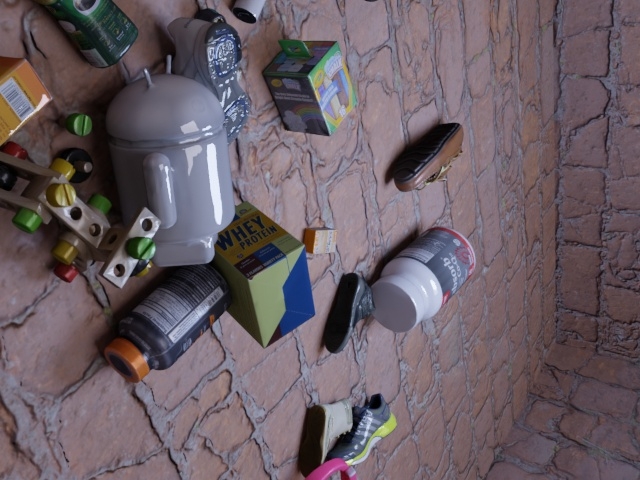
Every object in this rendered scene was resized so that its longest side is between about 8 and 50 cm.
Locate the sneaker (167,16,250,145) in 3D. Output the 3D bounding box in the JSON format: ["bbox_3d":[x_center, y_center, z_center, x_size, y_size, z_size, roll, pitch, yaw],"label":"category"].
[{"bbox_3d":[-0.213,-0.291,1.265,0.111,0.129,0.297,-44,153,-36],"label":"sneaker"}]

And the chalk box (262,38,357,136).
[{"bbox_3d":[-0.027,-0.359,1.487,0.132,0.132,0.213,-53,140,-30],"label":"chalk box"}]

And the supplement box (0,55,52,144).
[{"bbox_3d":[-0.493,-0.159,0.932,0.233,0.078,0.080,-53,142,-30],"label":"supplement box"}]

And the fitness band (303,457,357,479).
[{"bbox_3d":[0.010,0.728,1.875,0.209,0.054,0.291,-31,138,-25],"label":"fitness band"}]

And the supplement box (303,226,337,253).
[{"bbox_3d":[0.000,0.000,1.721,0.098,0.036,0.062,-5,105,-55],"label":"supplement box"}]

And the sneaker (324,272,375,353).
[{"bbox_3d":[0.090,0.216,1.874,0.130,0.087,0.228,35,66,-47],"label":"sneaker"}]

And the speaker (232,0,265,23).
[{"bbox_3d":[-0.130,-0.511,1.359,0.055,0.055,0.136,38,69,-53],"label":"speaker"}]

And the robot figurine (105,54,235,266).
[{"bbox_3d":[-0.257,-0.131,1.161,0.300,0.199,0.354,-106,-168,-65],"label":"robot figurine"}]

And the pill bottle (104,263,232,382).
[{"bbox_3d":[-0.292,0.156,1.272,0.246,0.130,0.131,-46,135,-36],"label":"pill bottle"}]

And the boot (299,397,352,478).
[{"bbox_3d":[0.020,0.559,1.894,0.165,0.077,0.213,5,96,-58],"label":"boot"}]

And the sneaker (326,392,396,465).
[{"bbox_3d":[0.112,0.573,2.025,0.300,0.111,0.121,-31,106,-47],"label":"sneaker"}]

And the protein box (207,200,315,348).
[{"bbox_3d":[-0.132,0.066,1.359,0.136,0.201,0.200,-31,136,-25],"label":"protein box"}]

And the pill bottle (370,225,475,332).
[{"bbox_3d":[0.309,0.118,2.050,0.363,0.210,0.210,-36,128,-44],"label":"pill bottle"}]

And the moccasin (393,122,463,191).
[{"bbox_3d":[0.340,-0.236,2.063,0.380,0.139,0.147,-46,127,-50],"label":"moccasin"}]

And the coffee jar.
[{"bbox_3d":[-0.373,-0.364,1.036,0.096,0.079,0.184,-59,143,-19],"label":"coffee jar"}]

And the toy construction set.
[{"bbox_3d":[-0.389,-0.009,0.985,0.309,0.237,0.258,-39,131,-41],"label":"toy construction set"}]

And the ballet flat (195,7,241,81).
[{"bbox_3d":[-0.193,-0.348,1.307,0.074,0.074,0.203,-38,130,-43],"label":"ballet flat"}]
